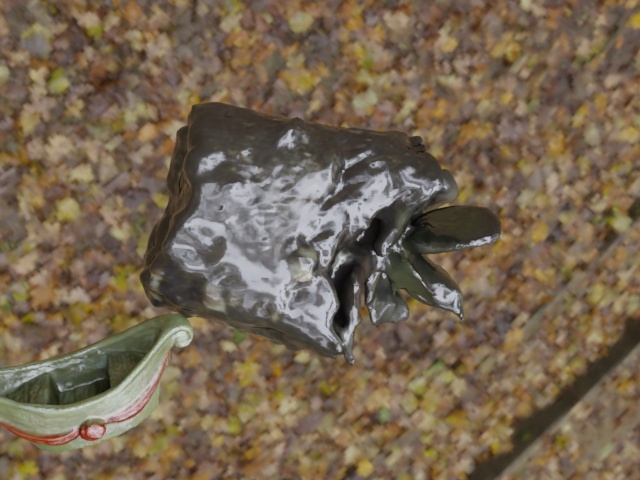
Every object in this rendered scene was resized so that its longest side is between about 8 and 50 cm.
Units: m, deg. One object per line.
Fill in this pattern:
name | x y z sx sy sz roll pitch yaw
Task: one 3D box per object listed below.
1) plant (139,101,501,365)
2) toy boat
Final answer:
plant | 0.000 0.000 0.938 0.276 0.199 0.189 11 86 -14
toy boat | -0.180 0.111 0.863 0.185 0.089 0.071 -17 119 -6
